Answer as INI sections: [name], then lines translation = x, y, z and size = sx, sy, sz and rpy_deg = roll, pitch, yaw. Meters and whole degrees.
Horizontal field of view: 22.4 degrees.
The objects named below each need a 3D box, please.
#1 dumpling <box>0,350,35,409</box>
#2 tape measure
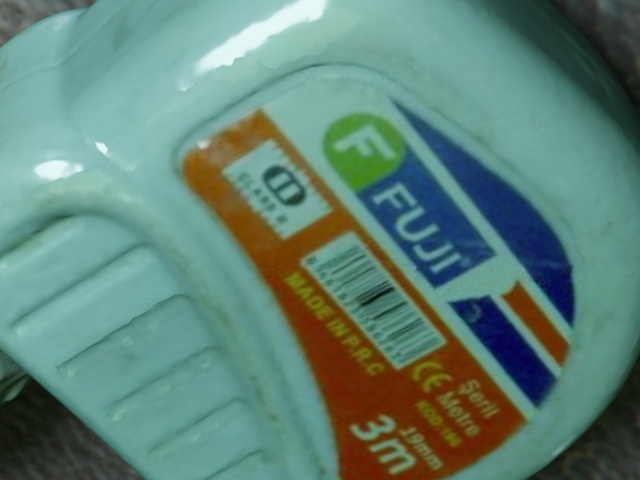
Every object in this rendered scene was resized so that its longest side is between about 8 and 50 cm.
[dumpling]
translation = -0.242, 0.025, 0.636
size = 0.243, 0.175, 0.227
rpy_deg = 45, 141, -15
[tape measure]
translation = -0.001, 0.001, 0.596
size = 0.246, 0.125, 0.243
rpy_deg = -31, 123, 16
